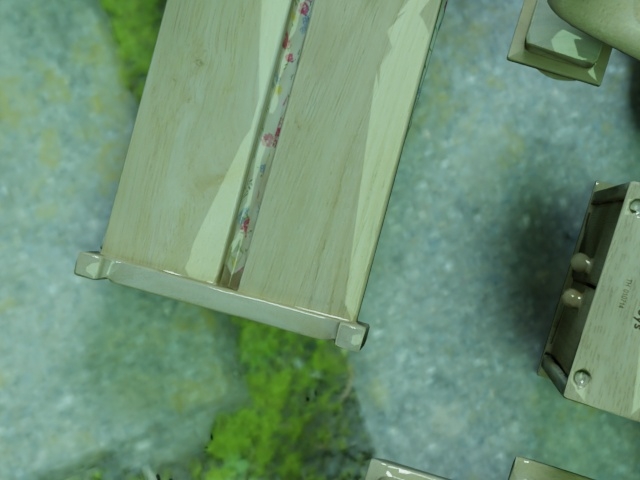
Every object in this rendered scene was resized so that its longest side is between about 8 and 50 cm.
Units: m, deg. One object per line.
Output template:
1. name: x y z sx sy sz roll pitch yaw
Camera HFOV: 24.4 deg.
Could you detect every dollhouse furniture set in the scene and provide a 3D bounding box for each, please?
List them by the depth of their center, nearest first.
1. dollhouse furniture set: 0.000 0.000 0.755 0.355 0.174 0.303 16 91 5

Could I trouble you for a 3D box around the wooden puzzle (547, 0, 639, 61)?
1. wooden puzzle: 0.300 -0.183 0.656 0.348 0.080 0.322 23 102 -20
